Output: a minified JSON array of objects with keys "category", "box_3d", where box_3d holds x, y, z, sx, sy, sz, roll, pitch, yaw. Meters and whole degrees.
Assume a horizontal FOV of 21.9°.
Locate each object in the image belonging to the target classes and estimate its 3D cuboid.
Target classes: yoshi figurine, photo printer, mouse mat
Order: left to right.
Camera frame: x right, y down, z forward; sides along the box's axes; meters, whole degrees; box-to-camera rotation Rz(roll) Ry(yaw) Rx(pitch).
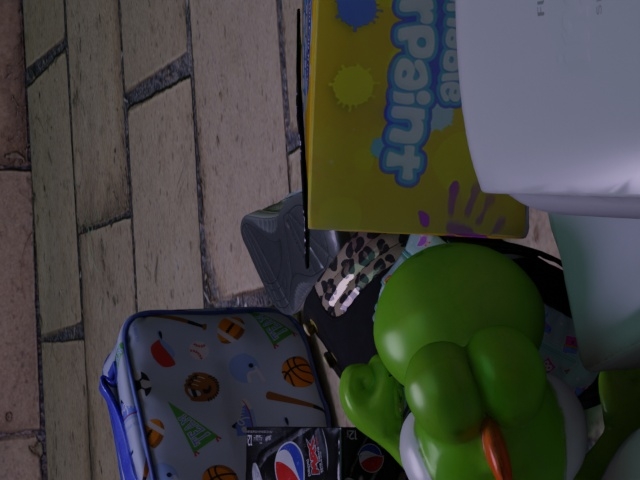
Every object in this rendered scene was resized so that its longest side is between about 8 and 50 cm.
[{"category":"mouse mat","box_3d":[-0.016,-0.090,1.441,0.152,0.007,0.189,-91,-3,-59]},{"category":"yoshi figurine","box_3d":[0.120,0.127,1.134,0.203,0.203,0.362,35,160,29]},{"category":"photo printer","box_3d":[0.165,-0.138,0.839,0.307,0.107,0.256,-172,81,-68]}]

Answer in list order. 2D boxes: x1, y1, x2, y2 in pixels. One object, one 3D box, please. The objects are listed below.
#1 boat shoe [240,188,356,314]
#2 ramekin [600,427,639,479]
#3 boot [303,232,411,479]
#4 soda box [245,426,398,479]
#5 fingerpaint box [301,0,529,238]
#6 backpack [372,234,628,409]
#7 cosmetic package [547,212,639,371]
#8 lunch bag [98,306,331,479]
[{"category":"boat shoe","box_3d":[-0.001,-0.003,1.713,0.118,0.103,0.320,65,160,5]},{"category":"ramekin","box_3d":[0.274,0.223,0.993,0.277,0.135,0.277,178,90,-68]},{"category":"boot","box_3d":[0.067,0.178,1.485,0.377,0.138,0.284,-66,35,40]},{"category":"soda box","box_3d":[-0.002,0.186,1.416,0.169,0.060,0.053,-12,77,59]},{"category":"fingerpaint box","box_3d":[0.069,-0.251,1.257,0.371,0.163,0.444,-93,5,-79]},{"category":"backpack","box_3d":[0.132,0.056,1.243,0.115,0.182,0.152,-63,29,1]},{"category":"cosmetic package","box_3d":[0.293,-0.096,0.883,0.453,0.161,0.230,140,125,-62]},{"category":"lunch bag","box_3d":[-0.114,0.210,1.790,0.115,0.243,0.303,119,142,-51]}]
